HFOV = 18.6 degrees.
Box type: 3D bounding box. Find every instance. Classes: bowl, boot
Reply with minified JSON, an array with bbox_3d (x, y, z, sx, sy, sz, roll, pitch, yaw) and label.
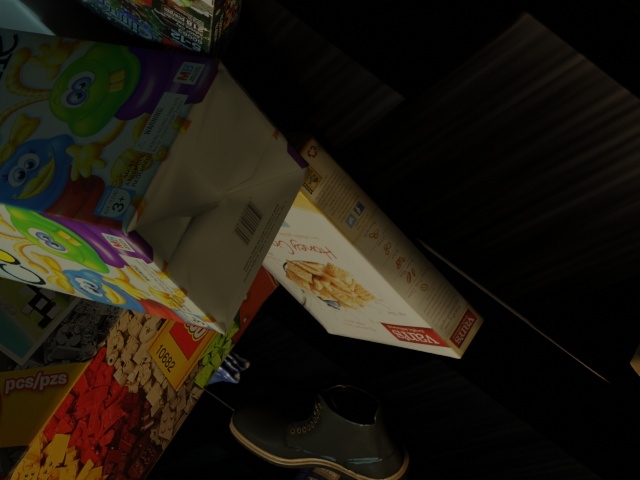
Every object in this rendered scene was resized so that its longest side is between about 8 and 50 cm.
[{"bbox_3d":[-0.216,-0.168,1.479,0.142,0.053,0.142,45,158,-28],"label":"bowl"},{"bbox_3d":[-0.009,0.174,1.962,0.197,0.077,0.137,11,149,21],"label":"boot"}]

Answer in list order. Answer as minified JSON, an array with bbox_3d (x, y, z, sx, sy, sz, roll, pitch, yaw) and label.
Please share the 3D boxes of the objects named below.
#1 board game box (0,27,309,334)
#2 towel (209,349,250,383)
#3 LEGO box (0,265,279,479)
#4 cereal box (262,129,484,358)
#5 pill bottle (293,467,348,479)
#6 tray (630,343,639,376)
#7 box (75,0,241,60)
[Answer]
[{"bbox_3d":[-0.174,-0.051,1.402,0.275,0.144,0.142,11,156,36],"label":"board game box"},{"bbox_3d":[-0.248,0.060,2.106,0.336,0.040,0.243,38,161,-12],"label":"towel"},{"bbox_3d":[-0.354,0.054,1.752,0.500,0.372,0.193,22,158,29],"label":"LEGO box"},{"bbox_3d":[0.000,0.000,1.544,0.173,0.047,0.240,8,148,52],"label":"cereal box"},{"bbox_3d":[0.003,0.266,2.070,0.067,0.120,0.067,29,160,12],"label":"pill bottle"},{"bbox_3d":[0.407,0.144,1.199,0.411,0.076,0.203,13,152,48],"label":"tray"},{"bbox_3d":[-0.158,-0.211,1.294,0.233,0.044,0.159,32,161,6],"label":"box"}]
